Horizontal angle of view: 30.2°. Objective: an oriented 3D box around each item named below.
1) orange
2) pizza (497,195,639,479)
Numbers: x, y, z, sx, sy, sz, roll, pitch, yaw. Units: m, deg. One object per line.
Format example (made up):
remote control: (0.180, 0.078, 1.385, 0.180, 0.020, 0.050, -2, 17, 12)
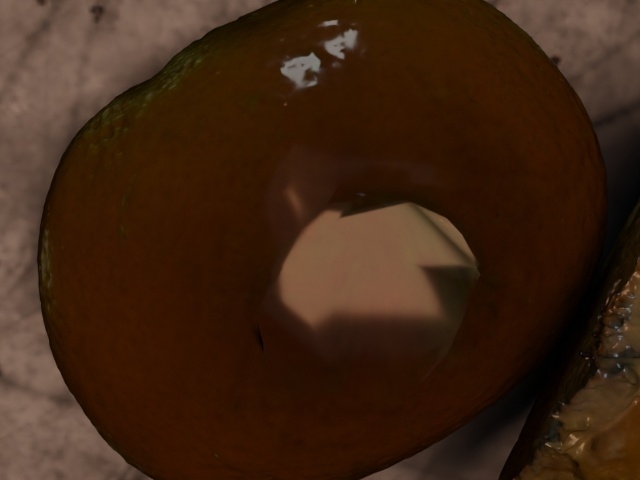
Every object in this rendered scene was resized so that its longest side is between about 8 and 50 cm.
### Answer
orange: (0.001, -0.001, 0.659, 0.335, 0.196, 0.262, -27, 90, 4)
pizza: (0.185, 0.047, 0.646, 0.089, 0.223, 0.323, 28, 77, 7)
